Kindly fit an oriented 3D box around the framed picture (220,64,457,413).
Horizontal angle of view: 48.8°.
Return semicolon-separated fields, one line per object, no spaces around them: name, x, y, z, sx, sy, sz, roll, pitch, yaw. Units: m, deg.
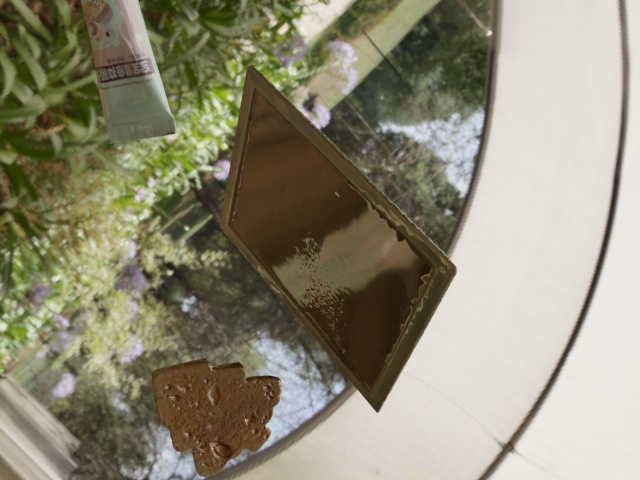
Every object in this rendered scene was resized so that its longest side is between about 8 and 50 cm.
framed picture;0.000;0.000;0.701;0.019;0.296;0.232;-24;149;-34

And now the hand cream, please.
hand cream;-0.236;-0.277;0.787;0.085;0.331;0.058;-8;-161;8

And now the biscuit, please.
biscuit;-0.101;0.153;0.651;0.119;0.130;0.019;-49;-159;1
